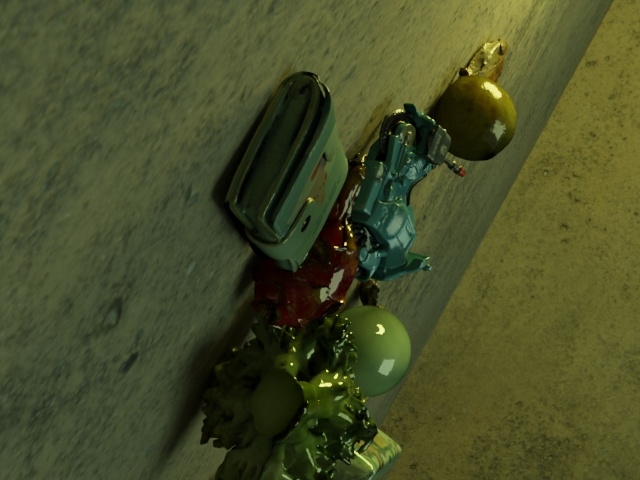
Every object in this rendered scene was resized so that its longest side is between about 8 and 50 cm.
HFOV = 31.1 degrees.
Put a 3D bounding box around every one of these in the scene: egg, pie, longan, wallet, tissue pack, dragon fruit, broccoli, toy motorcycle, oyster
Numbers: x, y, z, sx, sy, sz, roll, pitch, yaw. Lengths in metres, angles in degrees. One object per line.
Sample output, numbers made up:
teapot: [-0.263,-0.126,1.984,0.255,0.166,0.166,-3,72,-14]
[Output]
egg: [0.085,0.203,2.129,0.168,0.168,0.231,-63,172,8]
pie: [0.297,-0.293,2.159,0.195,0.046,0.195,-54,166,-21]
longan: [0.268,-0.222,2.009,0.155,0.145,0.176,-41,-128,55]
wallet: [-0.032,-0.068,1.300,0.250,0.075,0.176,65,49,-75]
tissue pack: [0.008,0.376,2.075,0.128,0.228,0.311,-61,167,4]
dragon fruit: [0.000,0.000,1.466,0.246,0.125,0.125,-69,164,4]
broccoli: [-0.058,0.223,1.506,0.245,0.248,0.288,55,20,-69]
toy motorcycle: [0.110,-0.055,1.672,0.182,0.123,0.272,31,76,-49]
oyster: [0.102,0.107,2.241,0.148,0.051,0.103,83,-2,-51]

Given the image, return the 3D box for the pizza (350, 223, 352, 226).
pizza: [0.043,-0.022,1.743,0.195,0.052,0.185,-29,143,-66]
